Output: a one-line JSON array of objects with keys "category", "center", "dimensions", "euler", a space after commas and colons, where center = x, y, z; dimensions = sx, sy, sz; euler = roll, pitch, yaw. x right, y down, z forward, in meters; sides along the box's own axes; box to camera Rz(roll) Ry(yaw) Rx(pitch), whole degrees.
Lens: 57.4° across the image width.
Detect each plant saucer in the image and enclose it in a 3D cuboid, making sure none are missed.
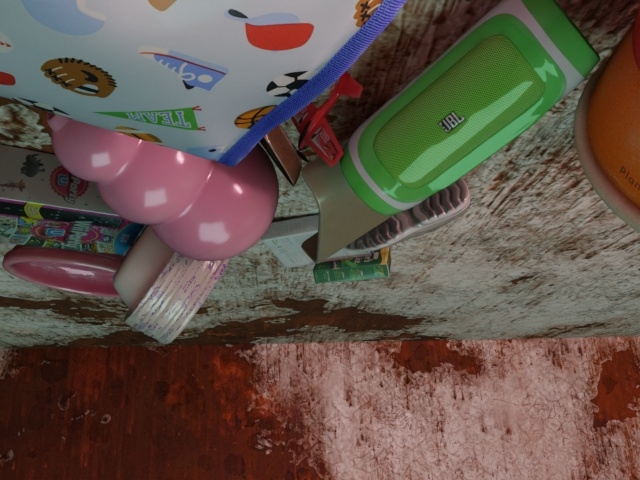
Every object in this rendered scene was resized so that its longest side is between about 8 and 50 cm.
[{"category": "plant saucer", "center": [-0.539, 0.056, 1.342], "dimensions": [0.333, 0.084, 0.332], "euler": [6, 161, 2]}, {"category": "plant saucer", "center": [-0.072, -0.148, 0.773], "dimensions": [0.029, 0.168, 0.168], "euler": [-35, 158, -1]}]

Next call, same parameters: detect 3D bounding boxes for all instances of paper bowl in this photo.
[{"category": "paper bowl", "center": [-0.267, 0.033, 1.067], "dimensions": [0.148, 0.284, 0.284], "euler": [34, 148, -16]}]

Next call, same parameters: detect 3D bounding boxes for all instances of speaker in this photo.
[{"category": "speaker", "center": [0.162, -0.154, 0.690], "dimensions": [0.131, 0.131, 0.297], "euler": [18, 135, -44]}]

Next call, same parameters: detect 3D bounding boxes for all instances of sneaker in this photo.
[{"category": "sneaker", "center": [0.168, -0.034, 1.150], "dimensions": [0.282, 0.105, 0.115], "euler": [-16, 159, 24]}]

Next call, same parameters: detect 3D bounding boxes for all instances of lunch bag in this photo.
[{"category": "lunch bag", "center": [-0.114, -0.238, 0.371], "dimensions": [0.328, 0.238, 0.386], "euler": [11, 164, -28]}]

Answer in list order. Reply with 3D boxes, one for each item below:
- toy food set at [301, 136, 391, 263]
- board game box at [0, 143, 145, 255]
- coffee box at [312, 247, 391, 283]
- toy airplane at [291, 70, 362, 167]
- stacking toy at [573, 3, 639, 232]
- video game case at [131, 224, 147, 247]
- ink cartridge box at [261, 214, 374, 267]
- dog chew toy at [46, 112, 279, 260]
[{"category": "toy food set", "center": [0.063, -0.090, 0.947], "dimensions": [0.220, 0.092, 0.306], "euler": [-32, 163, -13]}, {"category": "board game box", "center": [-0.477, -0.064, 1.033], "dimensions": [0.304, 0.097, 0.224], "euler": [7, 159, -27]}, {"category": "coffee box", "center": [0.080, 0.060, 1.437], "dimensions": [0.184, 0.040, 0.113], "euler": [-6, -160, 14]}, {"category": "toy airplane", "center": [0.003, -0.170, 0.758], "dimensions": [0.028, 0.151, 0.151], "euler": [-4, 166, -41]}, {"category": "stacking toy", "center": [0.401, -0.217, 0.440], "dimensions": [0.351, 0.350, 0.479], "euler": [-7, 147, 13]}, {"category": "video game case", "center": [-0.378, -0.014, 1.290], "dimensions": [0.191, 0.022, 0.173], "euler": [1, 161, -9]}, {"category": "ink cartridge box", "center": [0.000, 0.000, 1.332], "dimensions": [0.224, 0.045, 0.223], "euler": [-7, 160, 8]}, {"category": "dog chew toy", "center": [-0.215, -0.100, 0.816], "dimensions": [0.207, 0.206, 0.332], "euler": [-17, 148, 36]}]
